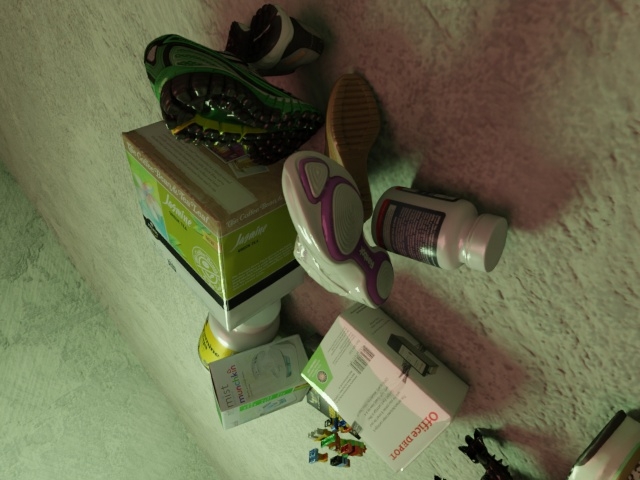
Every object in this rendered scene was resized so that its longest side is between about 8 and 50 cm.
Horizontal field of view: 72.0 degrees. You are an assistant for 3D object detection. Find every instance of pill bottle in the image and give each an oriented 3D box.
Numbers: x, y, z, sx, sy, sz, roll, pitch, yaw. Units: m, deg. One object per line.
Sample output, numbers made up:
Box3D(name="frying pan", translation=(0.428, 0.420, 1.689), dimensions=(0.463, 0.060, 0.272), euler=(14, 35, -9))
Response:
Box3D(name="pill bottle", translation=(-0.220, 0.239, 1.195), dimensions=(0.188, 0.187, 0.334), euler=(46, 140, 13))
Box3D(name="pill bottle", translation=(0.177, -0.015, 0.667), dimensions=(0.180, 0.108, 0.108), euler=(19, 128, 38))

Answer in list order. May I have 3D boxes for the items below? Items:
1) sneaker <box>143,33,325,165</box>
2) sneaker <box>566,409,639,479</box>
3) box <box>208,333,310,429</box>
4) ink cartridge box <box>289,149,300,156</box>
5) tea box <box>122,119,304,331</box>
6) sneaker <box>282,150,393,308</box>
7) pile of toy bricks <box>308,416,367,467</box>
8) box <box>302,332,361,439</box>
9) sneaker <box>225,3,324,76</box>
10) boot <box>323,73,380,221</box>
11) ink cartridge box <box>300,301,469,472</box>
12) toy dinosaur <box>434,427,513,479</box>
Box3D(name="sneaker", translation=(-0.112, -0.220, 0.681), dimensions=(0.134, 0.343, 0.146), euler=(-35, 72, 22))
Box3D(name="sneaker", translation=(0.457, 0.454, 0.627), dimensions=(0.182, 0.157, 0.411), euler=(31, 139, 55))
Box3D(name="box", translation=(-0.158, 0.366, 1.131), dimensions=(0.262, 0.230, 0.127), euler=(108, 142, -57))
Box3D(name="ink cartridge box", translation=(-0.058, -0.152, 0.884), dimensions=(0.115, 0.029, 0.063), euler=(33, 136, 29))
Box3D(name="tea box", translation=(-0.208, -0.054, 0.926), dimensions=(0.329, 0.219, 0.324), euler=(38, 141, 29))
Box3D(name="sneaker", translation=(0.000, 0.000, 0.641), dimensions=(0.152, 0.114, 0.305), euler=(9, 146, 33))
Box3D(name="pile of toy bricks", translation=(0.061, 0.501, 1.080), dimensions=(0.105, 0.118, 0.212), euler=(23, 134, -21))
Box3D(name="box", translation=(0.042, 0.368, 1.115), dimensions=(0.183, 0.056, 0.231), euler=(24, 131, 34))
Box3D(name="sneaker", translation=(-0.094, -0.318, 0.752), dimensions=(0.271, 0.107, 0.101), euler=(25, 107, 55))
Box3D(name="boot", translation=(0.021, -0.133, 0.761), dimensions=(0.207, 0.090, 0.249), euler=(171, 97, -69))
Box3D(name="ink cartridge box", translation=(0.122, 0.284, 0.887), dimensions=(0.272, 0.114, 0.199), euler=(41, 121, 19))
Box3D(name="toy dinosaur", translation=(0.333, 0.488, 0.808), dimensions=(0.218, 0.164, 0.322), euler=(44, 146, 14))
